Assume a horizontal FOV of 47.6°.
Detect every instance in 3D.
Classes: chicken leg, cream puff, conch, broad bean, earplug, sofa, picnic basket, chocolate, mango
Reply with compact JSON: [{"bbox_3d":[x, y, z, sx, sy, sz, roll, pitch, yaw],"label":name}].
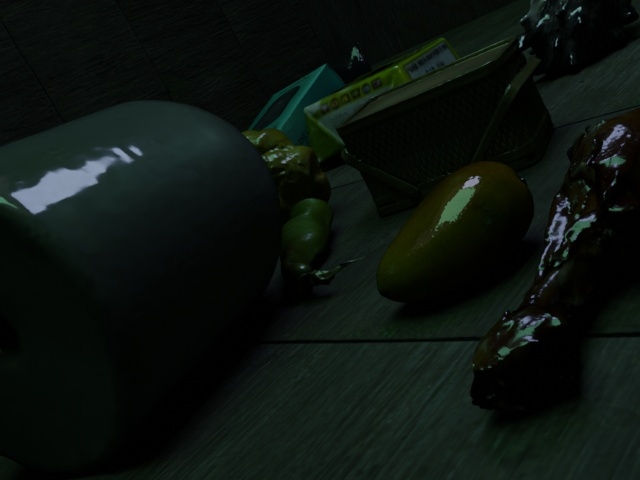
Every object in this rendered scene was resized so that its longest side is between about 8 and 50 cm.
[{"bbox_3d":[0.188,0.008,0.520,0.304,0.093,0.113,-48,5,-33],"label":"chicken leg"},{"bbox_3d":[-0.102,-0.071,1.151,0.221,0.194,0.194,-25,14,28],"label":"cream puff"},{"bbox_3d":[0.448,-0.410,1.323,0.240,0.186,0.313,-53,8,53],"label":"conch"},{"bbox_3d":[-0.011,0.004,0.949,0.098,0.056,0.318,-22,19,-1],"label":"broad bean"},{"bbox_3d":[-0.223,0.008,0.806,0.313,0.312,0.394,-19,16,33],"label":"earplug"},{"bbox_3d":[0.034,-0.367,1.916,0.258,0.200,0.182,-38,8,-30],"label":"sofa"},{"bbox_3d":[0.172,-0.155,0.982,0.267,0.139,0.165,-19,17,32],"label":"picnic basket"},{"bbox_3d":[0.144,-0.302,1.556,0.289,0.137,0.301,-17,17,37],"label":"chocolate"},{"bbox_3d":[0.125,-0.005,0.660,0.163,0.089,0.111,-46,9,-24],"label":"mango"}]

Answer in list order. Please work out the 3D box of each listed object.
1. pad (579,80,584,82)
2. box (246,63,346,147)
[{"bbox_3d":[0.346,-0.078,0.463,0.323,0.055,0.250,-3,12,-8],"label":"pad"},{"bbox_3d":[-0.075,-0.250,1.668,0.205,0.118,0.311,-22,29,44],"label":"box"}]
